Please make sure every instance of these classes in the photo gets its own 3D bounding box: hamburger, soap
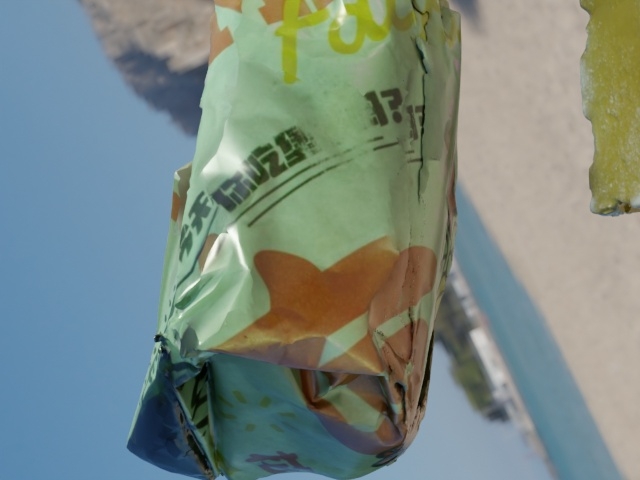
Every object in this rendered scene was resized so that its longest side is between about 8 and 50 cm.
[{"bbox_3d":[-0.001,0.001,0.721,0.235,0.125,0.214,86,-160,-60],"label":"hamburger"},{"bbox_3d":[0.343,-0.122,1.274,0.091,0.315,0.199,6,98,64],"label":"soap"}]
